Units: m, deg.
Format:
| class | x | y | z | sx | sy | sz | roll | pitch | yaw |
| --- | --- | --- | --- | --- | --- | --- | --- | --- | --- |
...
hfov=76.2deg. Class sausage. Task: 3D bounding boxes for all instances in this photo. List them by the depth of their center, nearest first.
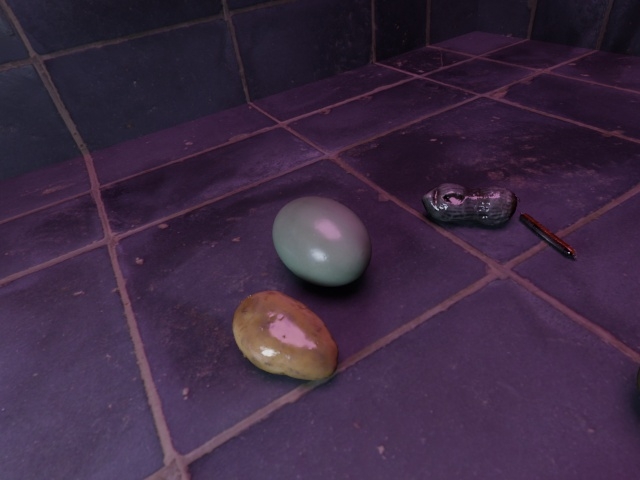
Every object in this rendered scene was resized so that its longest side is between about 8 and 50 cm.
| class | x | y | z | sx | sy | sz | roll | pitch | yaw |
| --- | --- | --- | --- | --- | --- | --- | --- | --- | --- |
| sausage | 0.570 | -0.017 | 1.030 | 0.028 | 0.025 | 0.198 | 11 | 31 | -28 |

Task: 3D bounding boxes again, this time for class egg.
| class | x | y | z | sx | sy | sz | roll | pitch | yaw |
| --- | --- | --- | --- | --- | --- | --- | --- | --- | --- |
| egg | 0.000 | 0.000 | 0.980 | 0.203 | 0.203 | 0.282 | -33 | 39 | -27 |

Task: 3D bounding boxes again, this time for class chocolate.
| class | x | y | z | sx | sy | sz | roll | pitch | yaw |
| --- | --- | --- | --- | --- | --- | --- | --- | --- | --- |
| chocolate | 0.401 | -0.098 | 1.104 | 0.248 | 0.110 | 0.110 | 9 | 42 | 17 |

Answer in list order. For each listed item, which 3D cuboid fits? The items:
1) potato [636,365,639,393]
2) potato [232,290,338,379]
| class | x | y | z | sx | sy | sz | roll | pitch | yaw |
| --- | --- | --- | --- | --- | --- | --- | --- | --- | --- |
| potato | 0.637 | 0.234 | 0.547 | 0.243 | 0.221 | 0.326 | -33 | 49 | -30 |
| potato | -0.070 | 0.191 | 0.829 | 0.234 | 0.128 | 0.161 | 8 | 57 | 14 |
